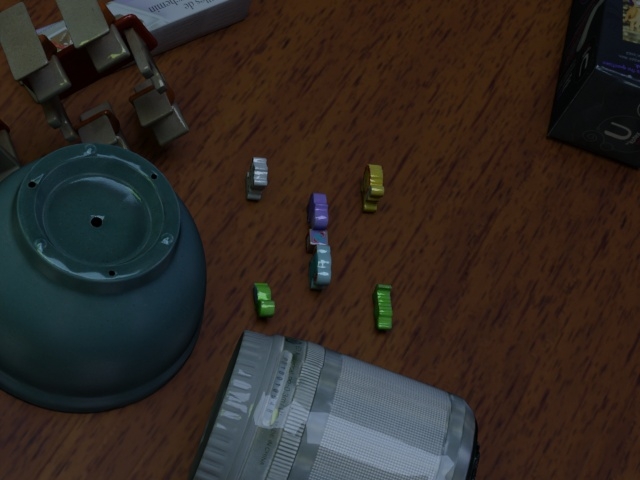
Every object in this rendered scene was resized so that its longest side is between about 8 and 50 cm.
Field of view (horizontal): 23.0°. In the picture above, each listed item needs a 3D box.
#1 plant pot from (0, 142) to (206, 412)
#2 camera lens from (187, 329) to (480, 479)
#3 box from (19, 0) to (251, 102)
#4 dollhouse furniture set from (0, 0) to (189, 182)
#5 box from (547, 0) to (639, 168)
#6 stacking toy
[{"bbox_3d":[-0.253,0.016,1.723,0.293,0.196,0.293,8,58,-13],"label":"plant pot"},{"bbox_3d":[0.015,0.232,1.656,0.274,0.219,0.219,20,56,-4],"label":"camera lens"},{"bbox_3d":[-0.233,-0.268,1.984,0.324,0.067,0.063,-27,71,-28],"label":"box"},{"bbox_3d":[-0.311,-0.180,1.808,0.259,0.262,0.135,-28,65,4],"label":"dollhouse furniture set"},{"bbox_3d":[0.416,-0.261,2.117,0.143,0.165,0.270,20,56,-6],"label":"box"},{"bbox_3d":[0.000,0.000,1.898,0.167,0.052,0.221,4,59,-14],"label":"stacking toy"}]
